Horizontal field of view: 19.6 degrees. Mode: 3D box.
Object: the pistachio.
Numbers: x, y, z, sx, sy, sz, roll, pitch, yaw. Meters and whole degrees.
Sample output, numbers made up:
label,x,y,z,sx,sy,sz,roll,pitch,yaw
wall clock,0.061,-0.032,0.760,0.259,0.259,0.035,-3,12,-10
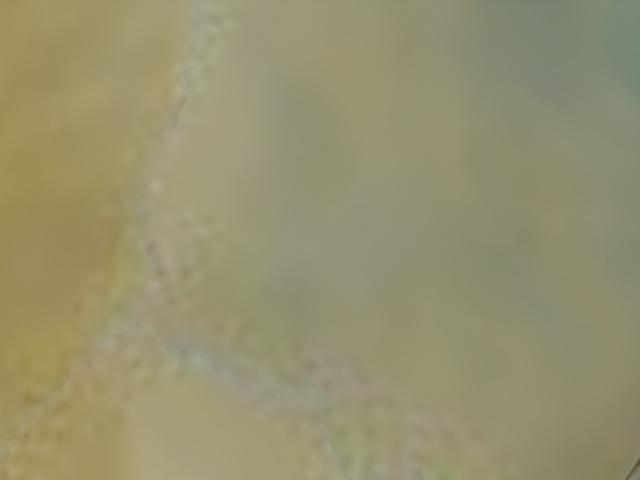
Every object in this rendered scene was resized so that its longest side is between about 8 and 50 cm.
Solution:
label,x,y,z,sx,sy,sz,roll,pitch,yaw
pistachio,0.000,0.000,0.449,0.229,0.238,0.321,43,56,-41
